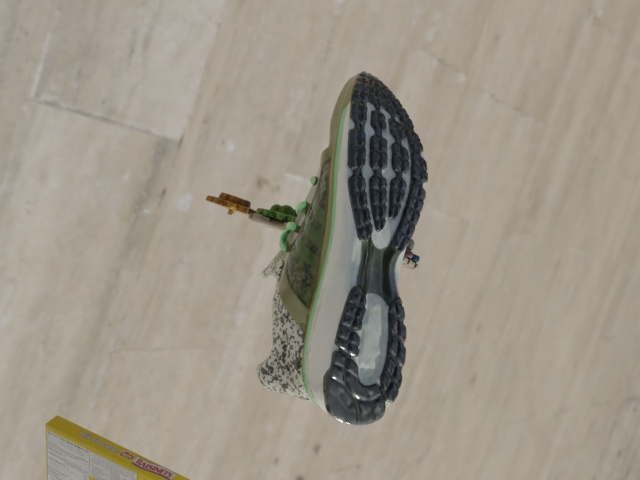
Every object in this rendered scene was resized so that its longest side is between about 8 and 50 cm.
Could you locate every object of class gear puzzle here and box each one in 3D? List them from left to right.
[{"bbox_3d":[-0.013,-0.025,1.629,0.175,0.338,0.044,24,82,-76],"label":"gear puzzle"}]

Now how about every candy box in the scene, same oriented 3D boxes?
[{"bbox_3d":[-0.219,0.278,1.195,0.027,0.205,0.105,-40,146,-54],"label":"candy box"}]

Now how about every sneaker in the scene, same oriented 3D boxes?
[{"bbox_3d":[0.000,0.000,1.229,0.158,0.182,0.411,27,66,-48],"label":"sneaker"}]
